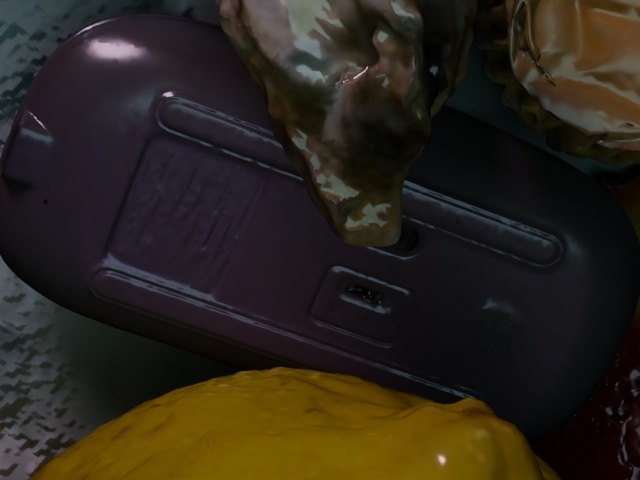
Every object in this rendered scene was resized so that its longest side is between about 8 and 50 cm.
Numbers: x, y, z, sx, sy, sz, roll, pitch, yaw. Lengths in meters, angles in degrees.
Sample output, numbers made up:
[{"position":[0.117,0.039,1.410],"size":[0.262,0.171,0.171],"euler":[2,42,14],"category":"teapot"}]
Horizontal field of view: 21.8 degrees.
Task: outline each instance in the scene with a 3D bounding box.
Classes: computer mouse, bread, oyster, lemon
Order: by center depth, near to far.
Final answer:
[{"position":[0.007,-0.175,0.511],"size":[0.110,0.166,0.341],"euler":[9,105,19],"category":"oyster"},{"position":[-0.018,0.182,0.544],"size":[0.253,0.253,0.310],"euler":[27,113,-18],"category":"lemon"},{"position":[0.126,-0.118,0.571],"size":[0.132,0.114,0.190],"euler":[16,92,-6],"category":"bread"},{"position":[0.000,0.000,0.595],"size":[0.232,0.057,0.120],"euler":[19,109,-11],"category":"computer mouse"}]

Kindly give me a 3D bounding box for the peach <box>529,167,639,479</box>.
[{"position":[0.171,0.099,0.659],"size":[0.189,0.068,0.279],"euler":[-24,108,-4],"category":"peach"}]
